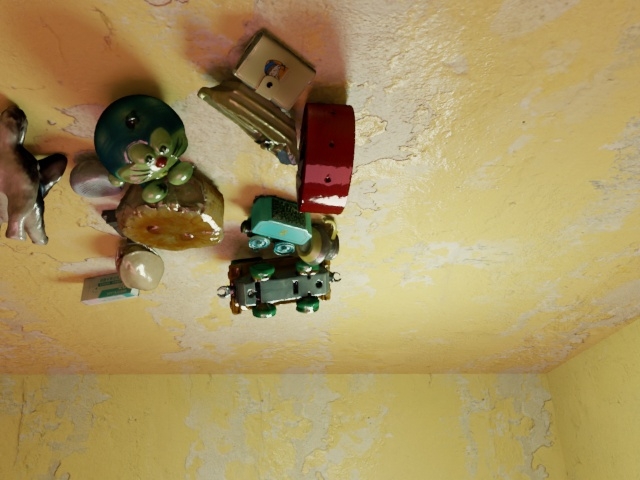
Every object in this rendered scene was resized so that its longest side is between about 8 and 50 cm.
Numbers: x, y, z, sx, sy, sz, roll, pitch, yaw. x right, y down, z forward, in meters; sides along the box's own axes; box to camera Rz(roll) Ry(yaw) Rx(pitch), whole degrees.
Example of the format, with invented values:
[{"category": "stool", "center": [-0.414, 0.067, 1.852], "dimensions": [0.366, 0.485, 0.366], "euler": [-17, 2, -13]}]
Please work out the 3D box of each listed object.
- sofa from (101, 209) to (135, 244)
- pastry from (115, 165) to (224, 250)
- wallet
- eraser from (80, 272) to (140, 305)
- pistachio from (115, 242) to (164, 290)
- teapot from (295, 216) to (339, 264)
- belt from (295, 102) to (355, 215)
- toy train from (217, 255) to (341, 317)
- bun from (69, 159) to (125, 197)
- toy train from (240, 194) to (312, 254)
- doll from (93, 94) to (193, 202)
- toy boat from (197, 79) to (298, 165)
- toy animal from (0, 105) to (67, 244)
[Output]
[{"category": "sofa", "center": [-0.603, -0.035, 1.800], "dimensions": [0.085, 0.060, 0.147], "euler": [-5, 153, 7]}, {"category": "pastry", "center": [-0.418, -0.075, 1.649], "dimensions": [0.329, 0.136, 0.330], "euler": [-2, 154, -1]}, {"category": "wallet", "center": [-0.096, -0.347, 1.212], "dimensions": [0.155, 0.039, 0.110], "euler": [26, 110, -41]}, {"category": "eraser", "center": [-0.770, 0.175, 2.161], "dimensions": [0.225, 0.096, 0.052], "euler": [-11, 151, 17]}, {"category": "pistachio", "center": [-0.613, 0.090, 1.984], "dimensions": [0.152, 0.126, 0.223], "euler": [-36, 146, -7]}, {"category": "teapot", "center": [0.000, 0.000, 1.858], "dimensions": [0.119, 0.130, 0.166], "euler": [5, 124, -45]}, {"category": "belt", "center": [0.004, -0.177, 1.376], "dimensions": [0.115, 0.227, 0.324], "euler": [3, 151, -5]}, {"category": "toy train", "center": [-0.146, 0.137, 1.994], "dimensions": [0.429, 0.178, 0.249], "euler": [-7, -165, -19]}, {"category": "bun", "center": [-0.578, -0.166, 1.528], "dimensions": [0.140, 0.083, 0.141], "euler": [-4, 162, -1]}, {"category": "toy train", "center": [-0.128, -0.044, 1.757], "dimensions": [0.203, 0.112, 0.163], "euler": [12, 144, -30]}, {"category": "doll", "center": [-0.404, -0.211, 1.336], "dimensions": [0.198, 0.186, 0.322], "euler": [-39, 175, -19]}, {"category": "toy boat", "center": [-0.141, -0.271, 1.307], "dimensions": [0.276, 0.084, 0.111], "euler": [35, 172, -41]}, {"category": "toy animal", "center": [-0.737, -0.148, 1.420], "dimensions": [0.194, 0.303, 0.344], "euler": [12, 174, -15]}]
